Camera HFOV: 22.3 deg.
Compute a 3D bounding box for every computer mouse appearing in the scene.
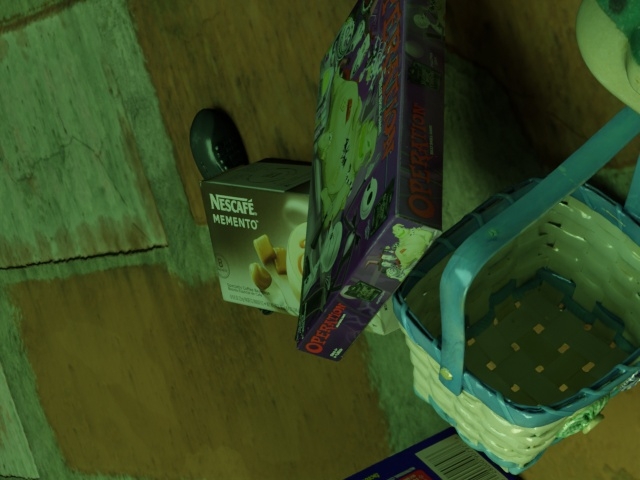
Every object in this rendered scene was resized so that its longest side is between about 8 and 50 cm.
[{"bbox_3d":[-0.097,-0.029,1.796,0.071,0.041,0.242,-10,101,51],"label":"computer mouse"}]

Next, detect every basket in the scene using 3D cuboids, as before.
[{"bbox_3d":[0.189,0.035,1.330,0.201,0.255,0.289,38,153,31],"label":"basket"}]

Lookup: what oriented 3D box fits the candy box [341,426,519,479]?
[{"bbox_3d":[0.049,0.379,1.648,0.122,0.268,0.317,41,136,34],"label":"candy box"}]

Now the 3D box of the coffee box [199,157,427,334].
[{"bbox_3d":[0.000,0.000,1.648,0.246,0.098,0.141,10,116,47],"label":"coffee box"}]

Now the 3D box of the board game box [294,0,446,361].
[{"bbox_3d":[0.047,-0.091,1.414,0.208,0.056,0.347,-50,27,45],"label":"board game box"}]

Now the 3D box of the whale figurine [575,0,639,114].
[{"bbox_3d":[0.306,-0.126,1.146,0.141,0.216,0.272,-59,45,27],"label":"whale figurine"}]
